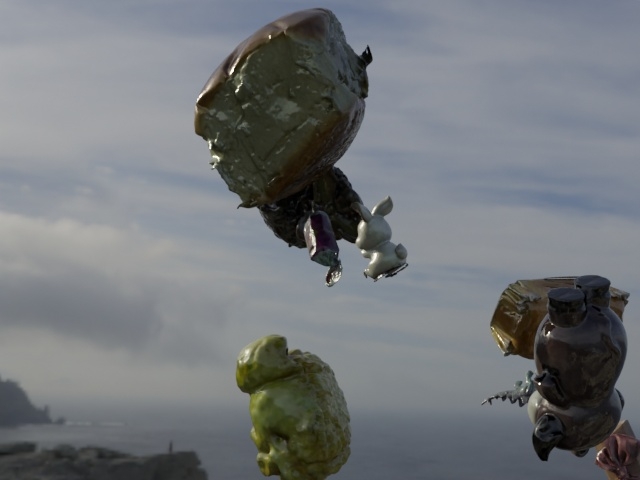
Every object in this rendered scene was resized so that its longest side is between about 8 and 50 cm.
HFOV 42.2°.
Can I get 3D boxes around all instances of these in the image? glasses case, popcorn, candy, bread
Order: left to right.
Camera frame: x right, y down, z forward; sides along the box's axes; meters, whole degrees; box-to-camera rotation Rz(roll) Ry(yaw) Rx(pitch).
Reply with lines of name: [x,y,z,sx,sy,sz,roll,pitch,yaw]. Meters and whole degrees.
bread: [-0.046,-0.212,1.279,0.279,0.225,0.250,-40,-4,24]
popcorn: [-0.042,0.315,1.562,0.174,0.286,0.225,-24,-10,17]
candy: [0.000,0.000,1.283,0.043,0.175,0.045,9,-54,-21]
bread: [0.433,0.143,1.500,0.241,0.136,0.107,0,28,-26]
glasses case: [0.573,0.435,1.543,0.070,0.193,0.102,-5,-23,-37]

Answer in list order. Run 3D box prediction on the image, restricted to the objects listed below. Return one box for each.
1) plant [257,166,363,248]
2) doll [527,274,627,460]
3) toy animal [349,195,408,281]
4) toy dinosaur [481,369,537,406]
plant: [-0.024,-0.073,1.597,0.178,0.204,0.234,-37,13,-7]
doll: [0.352,0.182,1.139,0.182,0.257,0.117,-18,27,-30]
toy animal: [0.093,-0.001,1.364,0.071,0.124,0.085,-18,-14,-27]
toy dinosaur: [0.444,0.326,1.795,0.209,0.082,0.039,-20,-50,17]
